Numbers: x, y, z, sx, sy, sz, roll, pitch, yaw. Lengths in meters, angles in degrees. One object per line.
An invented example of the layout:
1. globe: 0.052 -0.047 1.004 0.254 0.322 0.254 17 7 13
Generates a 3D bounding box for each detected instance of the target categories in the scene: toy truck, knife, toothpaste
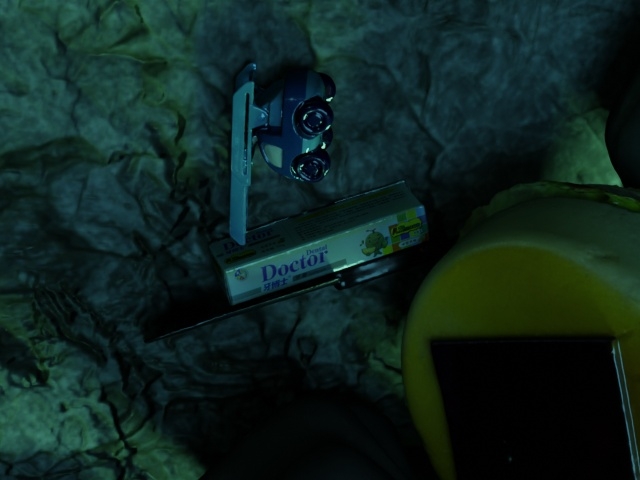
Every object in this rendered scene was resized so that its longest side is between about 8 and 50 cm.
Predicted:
1. toy truck: -0.028 -0.060 1.415 0.074 0.063 0.136 3 119 1
2. knife: -0.014 0.039 1.469 0.245 0.072 0.019 -18 90 -11
3. toothpaste: 0.000 0.000 1.463 0.164 0.046 0.034 -18 122 -11

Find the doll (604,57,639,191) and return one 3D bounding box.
1. doll: 0.444 -0.123 1.494 0.378 0.252 0.382 -28 126 35

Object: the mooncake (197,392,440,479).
1. mooncake: 0.048 0.250 1.479 0.306 0.306 0.154 38 101 -31

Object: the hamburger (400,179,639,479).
1. hamburger: 0.207 0.095 1.444 0.176 0.300 0.300 -21 130 -51
